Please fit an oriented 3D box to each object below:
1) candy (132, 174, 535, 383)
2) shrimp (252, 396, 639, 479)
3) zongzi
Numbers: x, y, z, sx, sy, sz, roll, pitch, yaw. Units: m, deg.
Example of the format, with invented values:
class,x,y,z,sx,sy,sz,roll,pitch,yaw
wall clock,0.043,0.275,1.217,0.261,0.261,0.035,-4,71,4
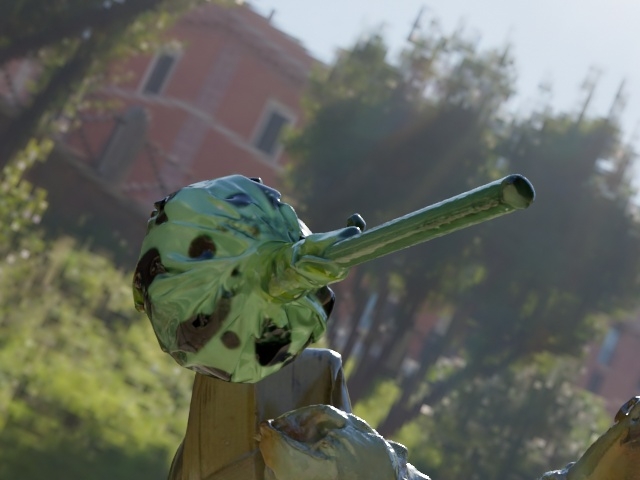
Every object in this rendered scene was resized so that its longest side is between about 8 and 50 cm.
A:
class,x,y,z,sx,sy,sz,roll,pitch,yaw
candy,0.000,0.000,0.643,0.091,0.083,0.305,62,-24,-2
shrimp,0.068,0.094,0.700,0.166,0.049,0.161,-30,-49,26
zongzi,-0.022,0.210,0.937,0.115,0.256,0.228,-7,-26,-8
